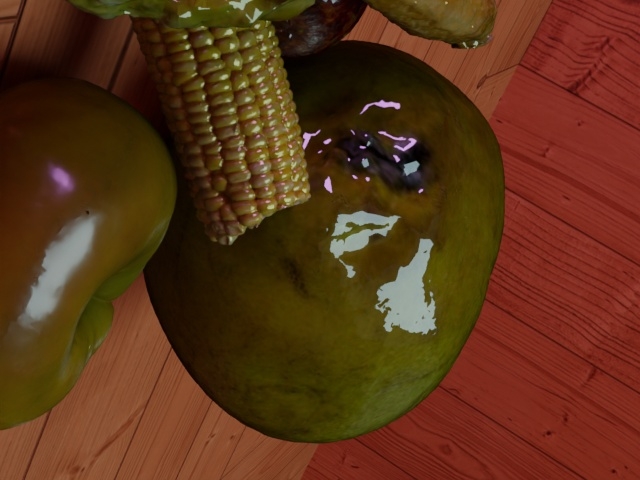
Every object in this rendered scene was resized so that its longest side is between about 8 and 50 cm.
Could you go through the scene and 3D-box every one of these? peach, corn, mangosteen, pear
[{"bbox_3d":[-0.196,0.009,0.750,0.251,0.153,0.251,-54,-178,3],"label":"peach"},{"bbox_3d":[-0.072,-0.123,0.752,0.093,0.093,0.244,-37,116,-56],"label":"corn"},{"bbox_3d":[-0.036,-0.226,0.856,0.145,0.181,0.156,-18,148,9],"label":"mangosteen"},{"bbox_3d":[0.000,0.000,1.014,0.352,0.352,0.413,-53,164,-21],"label":"pear"}]

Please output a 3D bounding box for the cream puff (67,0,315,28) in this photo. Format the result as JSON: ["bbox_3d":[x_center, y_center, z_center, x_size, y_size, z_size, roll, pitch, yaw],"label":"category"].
[{"bbox_3d":[-0.073,-0.235,0.549,0.282,0.185,0.282,-20,122,-36],"label":"cream puff"}]

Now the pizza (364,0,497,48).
[{"bbox_3d":[0.043,-0.286,0.780,0.075,0.288,0.280,-16,172,27],"label":"pizza"}]
